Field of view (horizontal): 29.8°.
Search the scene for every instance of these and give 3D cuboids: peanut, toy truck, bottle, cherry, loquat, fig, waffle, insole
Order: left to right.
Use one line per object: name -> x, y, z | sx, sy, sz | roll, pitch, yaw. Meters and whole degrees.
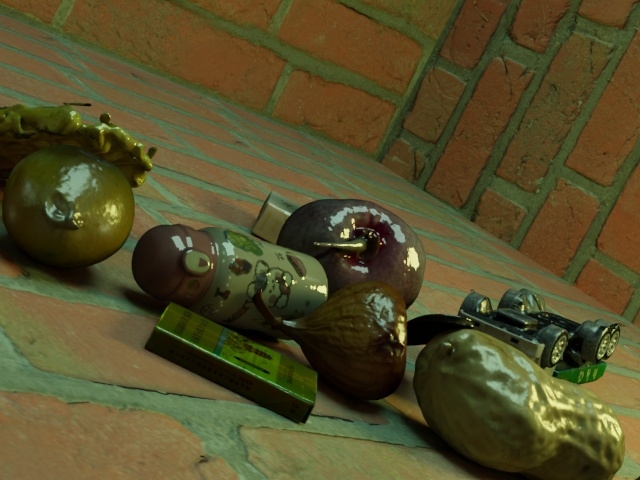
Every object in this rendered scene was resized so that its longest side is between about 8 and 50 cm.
waffle -> -0.353, -0.113, 1.545 | 0.262, 0.060, 0.280 | 16, -18, -26
loquat -> -0.291, -0.037, 1.386 | 0.152, 0.152, 0.195 | 27, -2, -4
bottle -> -0.116, 0.047, 1.483 | 0.253, 0.120, 0.120 | 17, 14, -43
fig -> 0.010, 0.120, 1.468 | 0.201, 0.134, 0.146 | 5, 45, -15
cherry -> 0.037, 0.035, 1.696 | 0.213, 0.184, 0.266 | 22, -16, -10
insole -> 0.117, 0.121, 1.604 | 0.110, 0.012, 0.309 | 11, -13, -14
peanut -> 0.245, 0.225, 1.483 | 0.291, 0.143, 0.159 | 30, 43, -15
toy truck -> 0.312, 0.176, 1.759 | 0.176, 0.178, 0.363 | 22, 6, 30

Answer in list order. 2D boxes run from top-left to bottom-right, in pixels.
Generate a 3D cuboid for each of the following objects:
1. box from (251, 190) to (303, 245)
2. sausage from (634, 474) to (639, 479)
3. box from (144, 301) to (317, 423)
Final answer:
box -> 0.000, 0.000, 2.165 | 0.243, 0.067, 0.155 | 27, 8, -3
sausage -> 0.436, 0.355, 1.409 | 0.109, 0.109, 0.270 | 26, 13, -6
box -> -0.095, 0.134, 1.347 | 0.193, 0.030, 0.121 | 27, 10, -3
